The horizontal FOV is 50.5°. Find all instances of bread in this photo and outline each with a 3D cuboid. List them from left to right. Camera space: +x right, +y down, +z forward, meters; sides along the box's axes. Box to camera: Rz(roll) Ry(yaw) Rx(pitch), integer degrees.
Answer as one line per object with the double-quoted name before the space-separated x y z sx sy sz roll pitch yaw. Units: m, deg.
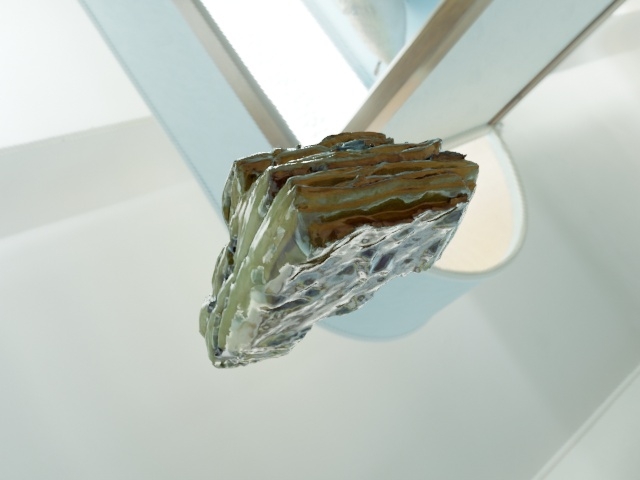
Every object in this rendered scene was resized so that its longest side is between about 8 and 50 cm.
"bread" 0.000 0.000 0.909 0.314 0.370 0.191 -14 -121 -32
